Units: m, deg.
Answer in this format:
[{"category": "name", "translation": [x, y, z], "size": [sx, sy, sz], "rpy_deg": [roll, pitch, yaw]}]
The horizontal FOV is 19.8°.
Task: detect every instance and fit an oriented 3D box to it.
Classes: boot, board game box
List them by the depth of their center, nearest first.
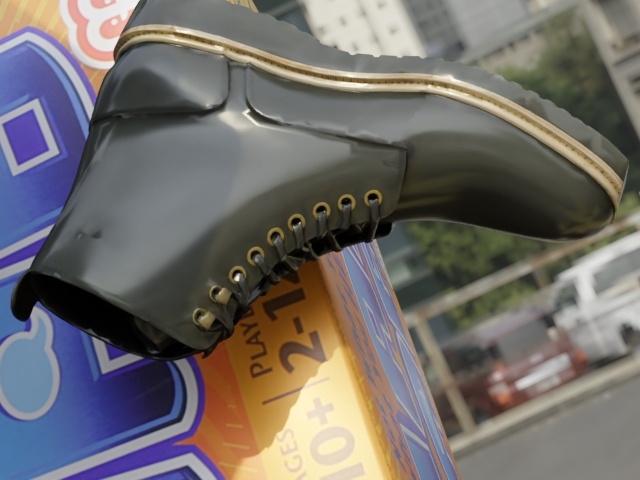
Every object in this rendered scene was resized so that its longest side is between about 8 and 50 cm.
[{"category": "boot", "translation": [0.000, 0.000, 0.663], "size": [0.077, 0.198, 0.137], "rpy_deg": [84, -156, -58]}, {"category": "board game box", "translation": [-0.121, 0.136, 0.874], "size": [0.356, 0.356, 0.356], "rpy_deg": [-22, -24, 5]}]

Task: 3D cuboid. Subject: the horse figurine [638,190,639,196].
[{"category": "horse figurine", "translation": [0.253, 0.037, 0.666], "size": [0.174, 0.066, 0.263], "rpy_deg": [6, -8, 44]}]
